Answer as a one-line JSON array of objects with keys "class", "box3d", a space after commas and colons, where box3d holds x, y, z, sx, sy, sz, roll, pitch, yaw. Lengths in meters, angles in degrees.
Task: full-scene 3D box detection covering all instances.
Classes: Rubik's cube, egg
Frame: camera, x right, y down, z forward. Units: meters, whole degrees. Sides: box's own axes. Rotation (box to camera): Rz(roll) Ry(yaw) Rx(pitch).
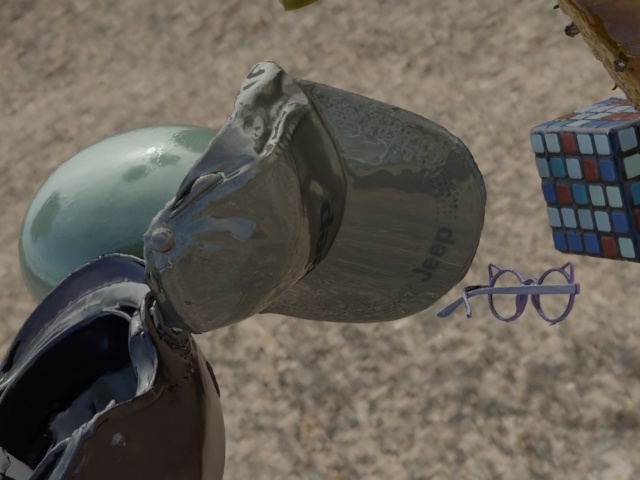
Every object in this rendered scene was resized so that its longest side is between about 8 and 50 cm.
[{"class": "Rubik's cube", "box3d": [0.410, -0.087, 1.895, 0.187, 0.182, 0.184, -22, 15, -27]}, {"class": "egg", "box3d": [-0.164, -0.006, 1.383, 0.283, 0.203, 0.203, -21, 35, 28]}]

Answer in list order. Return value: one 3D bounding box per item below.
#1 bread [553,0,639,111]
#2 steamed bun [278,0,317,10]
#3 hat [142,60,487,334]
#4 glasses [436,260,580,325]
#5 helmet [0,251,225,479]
[{"class": "bread", "box3d": [0.323, -0.183, 1.218, 0.194, 0.340, 0.179, -37, 44, 13]}, {"class": "steamed bun", "box3d": [-0.034, -0.416, 1.472, 0.334, 0.374, 0.334, -2, 82, 13]}, {"class": "hat", "box3d": [0.000, 0.000, 1.047, 0.245, 0.214, 0.149, 15, 29, -4]}, {"class": "glasses", "box3d": [0.167, 0.049, 1.397, 0.140, 0.104, 0.062, -2, 85, 58]}, {"class": "helmet", "box3d": [-0.174, 0.166, 1.191, 0.225, 0.177, 0.305, -28, 28, 31]}]
